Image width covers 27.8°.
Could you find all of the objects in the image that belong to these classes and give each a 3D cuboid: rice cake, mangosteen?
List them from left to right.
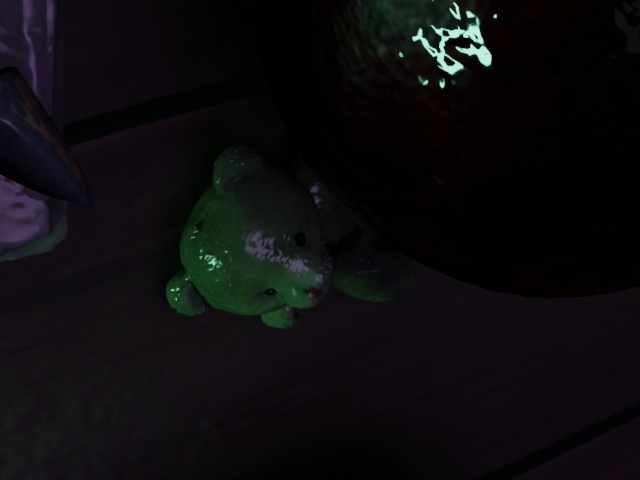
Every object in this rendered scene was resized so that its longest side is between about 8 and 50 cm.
[{"bbox_3d":[-0.132,-0.114,0.553,0.055,0.049,0.270,1,107,-7],"label":"rice cake"},{"bbox_3d":[0.101,-0.145,0.544,0.307,0.307,0.347,-27,87,-19],"label":"mangosteen"}]

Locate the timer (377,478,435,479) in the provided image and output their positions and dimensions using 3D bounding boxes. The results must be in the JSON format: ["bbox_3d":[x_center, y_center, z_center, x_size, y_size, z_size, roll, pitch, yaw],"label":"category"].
[{"bbox_3d":[0.059,0.237,0.693,0.285,0.285,0.285,-10,111,-27],"label":"timer"}]

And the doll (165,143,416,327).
[{"bbox_3d":[0.000,0.000,0.657,0.150,0.077,0.115,-3,119,-41],"label":"doll"}]

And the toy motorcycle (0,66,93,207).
[{"bbox_3d":[-0.215,-0.110,0.462,0.173,0.108,0.307,-32,106,-8],"label":"toy motorcycle"}]
